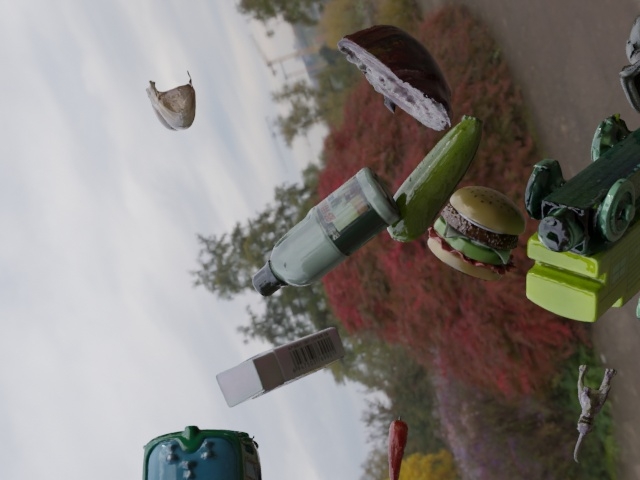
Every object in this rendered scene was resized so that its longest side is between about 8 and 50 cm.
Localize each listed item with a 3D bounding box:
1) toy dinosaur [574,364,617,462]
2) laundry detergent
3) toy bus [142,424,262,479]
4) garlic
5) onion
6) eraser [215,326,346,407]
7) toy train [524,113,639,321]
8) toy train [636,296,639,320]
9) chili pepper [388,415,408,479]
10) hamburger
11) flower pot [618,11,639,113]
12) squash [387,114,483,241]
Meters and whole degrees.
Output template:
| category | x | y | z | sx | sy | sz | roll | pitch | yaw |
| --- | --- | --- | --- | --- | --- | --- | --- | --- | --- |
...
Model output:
| category | x | y | z | sx | sy | sz | roll | pitch | yaw |
| --- | --- | --- | --- | --- | --- | --- | --- | --- | --- |
| toy dinosaur | 0.614 | 0.391 | 1.857 | 0.251 | 0.072 | 0.200 | 82 | -153 | -68 |
| laundry detergent | 0.000 | 0.000 | 1.092 | 0.070 | 0.225 | 0.099 | 36 | -158 | -46 |
| toy bus | -0.177 | 0.443 | 1.187 | 0.199 | 0.183 | 0.344 | 85 | 179 | -64 |
| garlic | -0.324 | -0.302 | 1.796 | 0.124 | 0.099 | 0.174 | 71 | 163 | -2 |
| onion | 0.207 | -0.369 | 1.791 | 0.280 | 0.146 | 0.314 | 36 | 178 | 22 |
| eraser | -0.081 | 0.272 | 1.760 | 0.287 | 0.130 | 0.086 | -13 | -104 | -52 |
| toy train | 0.502 | -0.040 | 1.382 | 0.179 | 0.442 | 0.273 | 20 | 128 | 40 |
| toy train | 0.792 | 0.142 | 1.872 | 0.149 | 0.099 | 0.081 | -34 | -62 | -50 |
| chili pepper | 0.175 | 0.492 | 1.867 | 0.027 | 0.045 | 0.178 | 53 | -138 | -60 |
| hamburger | 0.278 | -0.024 | 1.408 | 0.175 | 0.175 | 0.137 | -99 | 29 | -66 |
| flower pot | 0.773 | -0.376 | 1.667 | 0.302 | 0.301 | 0.213 | 62 | -133 | -65 |
| squash | 0.157 | -0.085 | 1.107 | 0.066 | 0.201 | 0.066 | 33 | -173 | -5 |
